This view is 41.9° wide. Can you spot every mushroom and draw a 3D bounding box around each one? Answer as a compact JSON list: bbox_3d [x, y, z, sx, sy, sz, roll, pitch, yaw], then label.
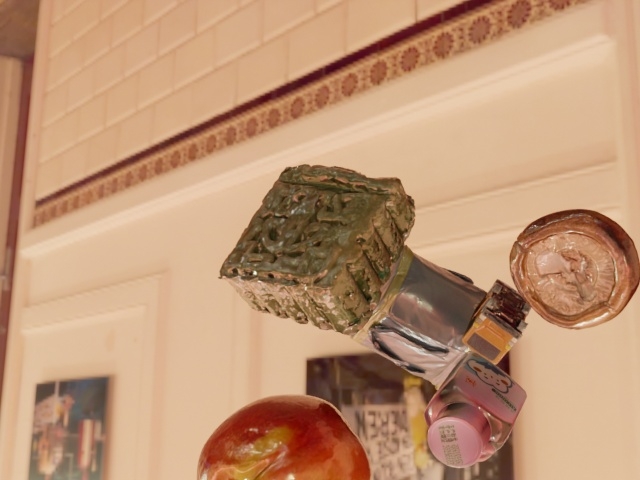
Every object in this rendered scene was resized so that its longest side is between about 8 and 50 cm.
[{"bbox_3d":[0.241,0.026,0.792,0.123,0.123,0.052,-10,-170,39],"label":"mushroom"}]

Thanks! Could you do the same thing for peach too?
[{"bbox_3d":[-0.051,0.419,1.466,0.308,0.308,0.332,-10,167,39],"label":"peach"}]

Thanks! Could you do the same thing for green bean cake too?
[{"bbox_3d":[0.000,0.000,1.285,0.241,0.255,0.132,10,149,41],"label":"green bean cake"}]

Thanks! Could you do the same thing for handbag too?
[{"bbox_3d":[0.227,0.168,1.851,0.241,0.222,0.263,29,142,-3],"label":"handbag"}]

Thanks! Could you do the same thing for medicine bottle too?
[{"bbox_3d":[0.223,0.256,1.232,0.119,0.094,0.188,38,-153,11],"label":"medicine bottle"}]

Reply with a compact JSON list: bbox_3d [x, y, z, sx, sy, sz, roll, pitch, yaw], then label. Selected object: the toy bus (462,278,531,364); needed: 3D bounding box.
[{"bbox_3d":[0.338,0.154,1.596,0.091,0.103,0.182,36,-156,6],"label":"toy bus"}]
